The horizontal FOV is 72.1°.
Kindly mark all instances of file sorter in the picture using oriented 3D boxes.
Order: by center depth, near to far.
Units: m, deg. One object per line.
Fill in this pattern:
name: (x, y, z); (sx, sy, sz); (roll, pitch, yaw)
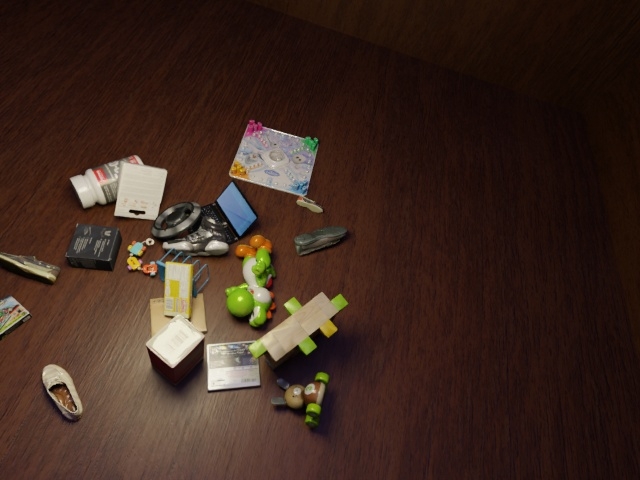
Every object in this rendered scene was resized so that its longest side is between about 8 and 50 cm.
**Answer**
file sorter: (-0.543, 0.123, 1.750); (0.171, 0.118, 0.104); (24, 50, 12)

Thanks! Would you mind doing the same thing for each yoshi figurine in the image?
yoshi figurine: (-0.292, 0.163, 1.771); (0.203, 0.203, 0.361); (-6, 61, 0)

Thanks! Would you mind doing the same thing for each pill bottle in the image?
pill bottle: (-0.896, -0.249, 1.882); (0.283, 0.161, 0.161); (-26, 68, -28)

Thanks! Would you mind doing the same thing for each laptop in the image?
laptop: (-0.446, -0.104, 1.923); (0.265, 0.136, 0.234); (-25, 66, -27)

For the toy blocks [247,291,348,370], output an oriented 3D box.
toy blocks: (-0.090, 0.354, 1.660); (0.382, 0.261, 0.190); (-35, 74, -23)

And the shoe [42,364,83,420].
shoe: (-0.860, 0.498, 1.467); (0.077, 0.058, 0.219); (-34, 71, -30)

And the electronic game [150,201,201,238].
electronic game: (-0.611, -0.089, 1.866); (0.230, 0.048, 0.229); (-14, 38, 12)

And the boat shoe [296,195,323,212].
boat shoe: (-0.047, -0.176, 2.132); (0.137, 0.049, 0.043); (22, 53, 6)

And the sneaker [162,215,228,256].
sneaker: (-0.517, -0.018, 1.843); (0.269, 0.101, 0.152); (-1, 69, -2)

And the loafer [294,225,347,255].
loafer: (0.000, 0.000, 2.023); (0.268, 0.084, 0.096); (-14, 31, -27)

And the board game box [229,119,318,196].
board game box: (-0.225, -0.431, 2.248); (0.390, 0.050, 0.389); (15, 55, -5)

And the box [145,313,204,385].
box: (-0.499, 0.385, 1.531); (0.127, 0.232, 0.148); (37, 56, 10)

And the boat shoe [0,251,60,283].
boat shoe: (-1.099, 0.094, 1.661); (0.224, 0.080, 0.073); (23, 49, -6)

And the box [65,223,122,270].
box: (-0.893, 0.028, 1.745); (0.159, 0.093, 0.155); (6, 56, -10)

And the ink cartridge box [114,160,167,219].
ink cartridge box: (-0.765, -0.208, 1.862); (0.181, 0.224, 0.056); (6, 18, -39)

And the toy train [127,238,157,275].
toy train: (-0.719, 0.077, 1.791); (0.125, 0.046, 0.166); (-6, 63, -20)

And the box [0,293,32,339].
box: (-1.145, 0.297, 1.537); (0.114, 0.036, 0.207); (37, 56, 10)

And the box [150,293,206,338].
box: (-0.552, 0.292, 1.706); (0.201, 0.021, 0.164); (-5, 59, -18)

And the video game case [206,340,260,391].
video game case: (-0.328, 0.468, 1.652); (0.191, 0.022, 0.173); (-1, 59, -15)

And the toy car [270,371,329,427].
toy car: (-0.078, 0.560, 1.596); (0.189, 0.148, 0.155); (12, 42, 7)

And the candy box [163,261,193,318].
candy box: (-0.535, 0.186, 1.658); (0.105, 0.027, 0.205); (6, 96, 10)
